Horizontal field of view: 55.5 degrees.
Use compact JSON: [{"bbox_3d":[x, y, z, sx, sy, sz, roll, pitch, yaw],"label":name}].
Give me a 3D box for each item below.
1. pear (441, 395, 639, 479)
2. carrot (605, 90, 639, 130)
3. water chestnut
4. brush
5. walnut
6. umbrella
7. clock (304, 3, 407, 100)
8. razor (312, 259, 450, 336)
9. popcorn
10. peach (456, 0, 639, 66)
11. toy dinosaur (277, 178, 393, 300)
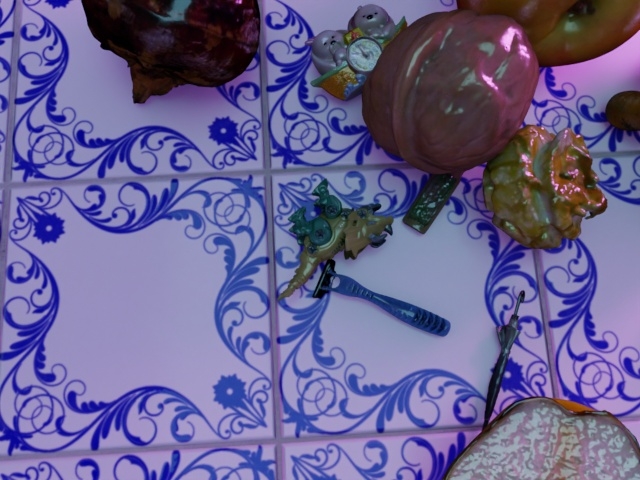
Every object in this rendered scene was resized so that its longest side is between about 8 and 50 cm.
[{"bbox_3d":[0.339,0.440,0.951,0.340,0.191,0.386,15,77,7],"label":"pear"},{"bbox_3d":[0.649,-0.221,1.080,0.078,0.298,0.078,-9,109,-29],"label":"carrot"},{"bbox_3d":[-0.279,-0.395,1.106,0.335,0.335,0.347,37,109,8],"label":"water chestnut"},{"bbox_3d":[0.252,-0.138,1.163,0.054,0.048,0.282,34,77,8],"label":"brush"},{"bbox_3d":[0.216,-0.251,1.056,0.296,0.285,0.285,27,75,42],"label":"walnut"},{"bbox_3d":[0.321,0.211,1.083,0.044,0.044,0.269,12,74,34],"label":"umbrella"},{"bbox_3d":[0.073,-0.372,1.185,0.231,0.103,0.144,-33,88,-7],"label":"clock"},{"bbox_3d":[0.114,0.114,1.103,0.253,0.042,0.082,23,76,4],"label":"razor"},{"bbox_3d":[0.385,-0.095,1.081,0.204,0.184,0.221,4,74,-28],"label":"popcorn"},{"bbox_3d":[0.431,-0.514,1.103,0.388,0.388,0.388,0,77,-1],"label":"peach"},{"bbox_3d":[0.000,0.000,1.099,0.259,0.094,0.153,-39,72,-12],"label":"toy dinosaur"}]
